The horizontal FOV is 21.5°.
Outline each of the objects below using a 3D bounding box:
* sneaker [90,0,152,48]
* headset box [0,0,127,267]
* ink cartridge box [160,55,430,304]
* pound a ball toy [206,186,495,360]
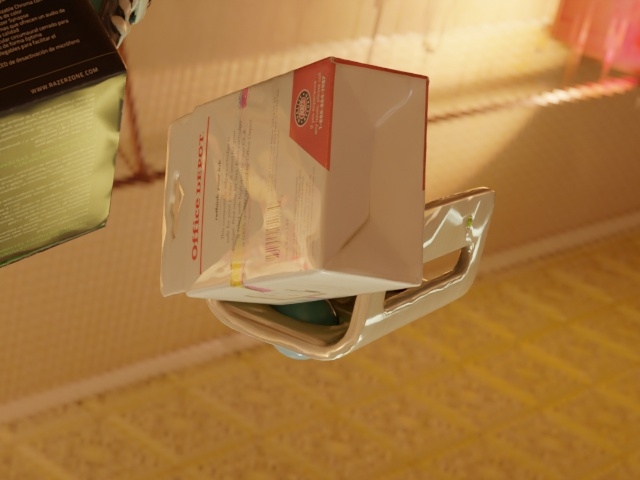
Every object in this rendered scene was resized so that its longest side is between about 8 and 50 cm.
[{"bbox_3d":[-0.129,-0.160,0.966,0.121,0.108,0.302,16,-127,-22],"label":"sneaker"},{"bbox_3d":[-0.255,-0.107,0.713,0.246,0.131,0.283,-23,-112,-22],"label":"headset box"},{"bbox_3d":[-0.021,-0.026,0.950,0.067,0.115,0.198,8,171,-30],"label":"ink cartridge box"},{"bbox_3d":[0.000,0.000,1.340,0.208,0.135,0.319,19,-167,18],"label":"pound a ball toy"}]
